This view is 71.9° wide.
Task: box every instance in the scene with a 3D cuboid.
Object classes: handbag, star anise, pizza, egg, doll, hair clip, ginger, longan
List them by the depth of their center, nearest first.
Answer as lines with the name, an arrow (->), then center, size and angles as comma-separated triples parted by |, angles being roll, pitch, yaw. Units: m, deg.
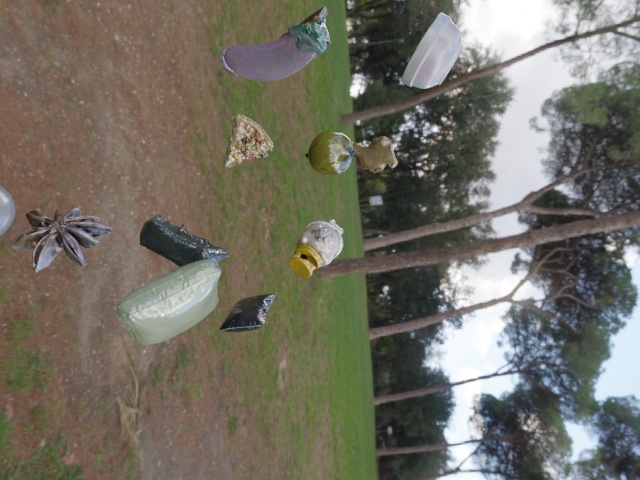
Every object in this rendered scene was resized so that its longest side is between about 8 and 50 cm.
doll -> 0.000, 0.000, 0.762 | 0.127, 0.073, 0.084 | -51, 165, -32
hair clip -> -0.107, -0.444, 1.049 | 0.110, 0.359, 0.095 | -17, 98, -46
star anise -> -0.682, -0.012, 1.171 | 0.229, 0.236, 0.093 | 50, -35, 23
egg -> -0.971, -0.078, 1.239 | 0.232, 0.176, 0.176 | -110, -170, -64
handbag -> -0.423, 0.002, 1.357 | 0.088, 0.271, 0.175 | -60, -179, 15
longan -> 0.023, -0.281, 1.430 | 0.155, 0.176, 0.144 | 6, 80, -62
pizza -> -0.282, -0.338, 1.585 | 0.185, 0.195, 0.052 | 41, 4, -13
ginger -> 0.196, -0.328, 1.715 | 0.074, 0.213, 0.137 | -29, 114, -51

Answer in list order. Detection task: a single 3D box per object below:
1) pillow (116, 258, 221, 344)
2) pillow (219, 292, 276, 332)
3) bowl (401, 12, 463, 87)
pillow -> -0.376, 0.167, 1.134 | 0.119, 0.256, 0.322 | 55, -26, 13
pillow -> -0.222, 0.222, 1.361 | 0.208, 0.142, 0.055 | -71, 148, -72
bowl -> 0.452, -0.717, 1.729 | 0.286, 0.144, 0.287 | -56, 175, -8
